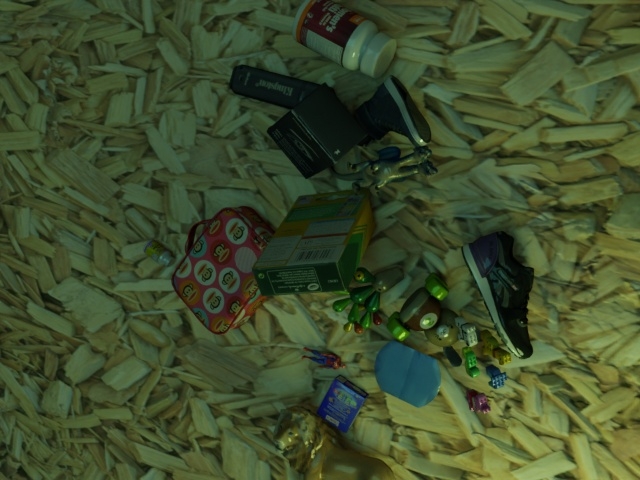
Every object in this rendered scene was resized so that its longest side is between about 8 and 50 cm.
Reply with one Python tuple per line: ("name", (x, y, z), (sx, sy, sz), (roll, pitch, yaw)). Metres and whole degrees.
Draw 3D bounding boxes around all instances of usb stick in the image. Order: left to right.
("usb stick", (-0.093, -0.362, 1.937), (0.278, 0.045, 0.077), (19, 103, 20))

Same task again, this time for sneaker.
("sneaker", (0.148, -0.247, 1.789), (0.163, 0.086, 0.226), (-40, 42, 19))
("sneaker", (0.420, 0.117, 1.745), (0.124, 0.107, 0.283), (-25, 86, 17))

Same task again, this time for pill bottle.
("pill bottle", (-0.426, 0.036, 2.121), (0.083, 0.043, 0.043), (35, 108, 15))
("pill bottle", (0.055, -0.462, 1.823), (0.221, 0.121, 0.121), (32, 107, 17))

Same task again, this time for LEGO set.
("LEGO set", (0.370, 0.274, 1.756), (0.087, 0.093, 0.227), (-18, 107, -17))

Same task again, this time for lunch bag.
("lunch bag", (-0.237, 0.061, 2.003), (0.258, 0.120, 0.293), (46, 111, 13))

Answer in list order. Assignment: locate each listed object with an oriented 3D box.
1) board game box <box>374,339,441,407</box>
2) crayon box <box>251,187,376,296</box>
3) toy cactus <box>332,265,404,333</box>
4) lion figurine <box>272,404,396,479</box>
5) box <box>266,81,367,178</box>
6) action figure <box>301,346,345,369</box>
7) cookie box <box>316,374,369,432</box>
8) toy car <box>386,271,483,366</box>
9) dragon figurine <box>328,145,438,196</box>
("board game box", (0.210, 0.312, 1.892), (0.169, 0.033, 0.133), (22, 109, 24))
("crayon box", (0.000, 0.000, 1.823), (0.203, 0.323, 0.083), (-5, 121, 24))
("toy cactus", (0.110, 0.117, 1.856), (0.181, 0.112, 0.219), (-28, 120, -6))
("lion figurine", (0.061, 0.557, 1.930), (0.392, 0.142, 0.240), (16, 104, 15))
("box", (-0.012, -0.242, 1.803), (0.108, 0.207, 0.153), (-43, 100, -19))
("action figure", (0.009, 0.295, 1.976), (0.115, 0.030, 0.038), (14, 96, 19))
("cookie box", (0.054, 0.400, 1.960), (0.092, 0.040, 0.107), (32, 107, 17))
("toy car", (0.270, 0.194, 1.803), (0.188, 0.149, 0.155), (42, 99, 2))
("dragon figurine", (0.142, -0.162, 1.825), (0.289, 0.144, 0.085), (5, 115, 60))
